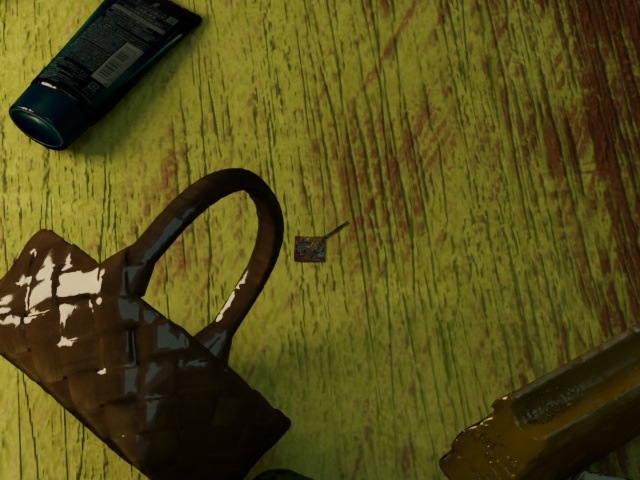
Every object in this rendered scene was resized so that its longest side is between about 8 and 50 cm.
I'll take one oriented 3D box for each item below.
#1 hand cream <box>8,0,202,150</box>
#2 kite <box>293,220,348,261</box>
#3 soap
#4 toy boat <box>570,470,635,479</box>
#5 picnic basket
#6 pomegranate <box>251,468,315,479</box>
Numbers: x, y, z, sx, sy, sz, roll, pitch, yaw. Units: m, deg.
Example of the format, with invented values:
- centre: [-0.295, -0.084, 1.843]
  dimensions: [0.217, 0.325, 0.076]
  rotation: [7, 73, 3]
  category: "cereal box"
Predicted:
- centre: [-0.264, -0.219, 2.196]
  dimensions: [0.120, 0.061, 0.270]
  rotation: [29, 56, 14]
  category: "hand cream"
- centre: [0.003, 0.005, 2.088]
  dimensions: [0.078, 0.002, 0.044]
  rotation: [-17, 60, -11]
  category: "kite"
- centre: [0.247, 0.193, 1.882]
  dimensions: [0.258, 0.160, 0.080]
  rotation: [-28, 64, -17]
  category: "soap"
- centre: [0.332, 0.309, 1.867]
  dimensions: [0.188, 0.061, 0.116]
  rotation: [13, 58, 6]
  category: "toy boat"
- centre: [-0.146, 0.069, 1.862]
  dimensions: [0.337, 0.293, 0.337]
  rotation: [-5, 69, 13]
  category: "picnic basket"
- centre: [-0.033, 0.286, 1.856]
  dimensions: [0.122, 0.122, 0.161]
  rotation: [17, 21, 9]
  category: "pomegranate"
